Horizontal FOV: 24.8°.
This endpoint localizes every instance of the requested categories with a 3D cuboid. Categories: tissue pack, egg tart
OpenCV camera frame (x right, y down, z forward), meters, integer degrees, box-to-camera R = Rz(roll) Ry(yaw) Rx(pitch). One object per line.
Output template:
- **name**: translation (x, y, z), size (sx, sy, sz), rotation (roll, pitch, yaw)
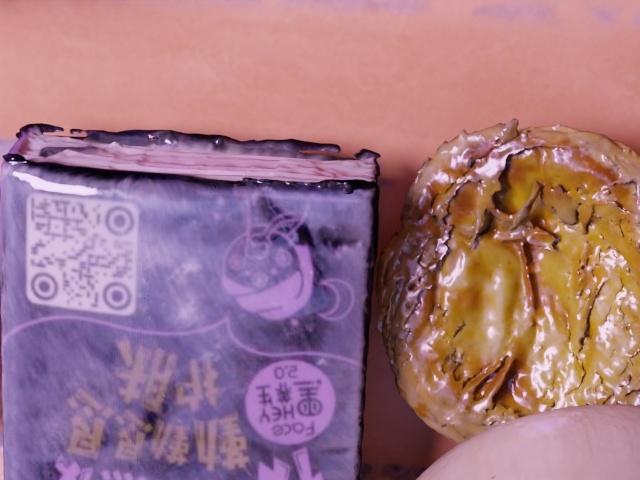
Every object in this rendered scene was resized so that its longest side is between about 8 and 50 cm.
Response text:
- **tissue pack**: translation (-0.095, 0.110, 1.017), size (0.259, 0.122, 0.361), rotation (3, 109, 3)
- **egg tart**: translation (0.155, 0.037, 1.005), size (0.232, 0.098, 0.252), rotation (-11, 97, 15)

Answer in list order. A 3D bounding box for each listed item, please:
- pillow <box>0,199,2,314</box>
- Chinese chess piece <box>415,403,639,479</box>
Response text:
- **pillow**: translation (-0.355, -0.005, 1.058), size (0.302, 0.075, 0.184), rotation (28, 95, 0)
- **Chinese chess piece**: translation (0.194, 0.266, 0.974), size (0.338, 0.140, 0.338), rotation (2, 126, 3)
